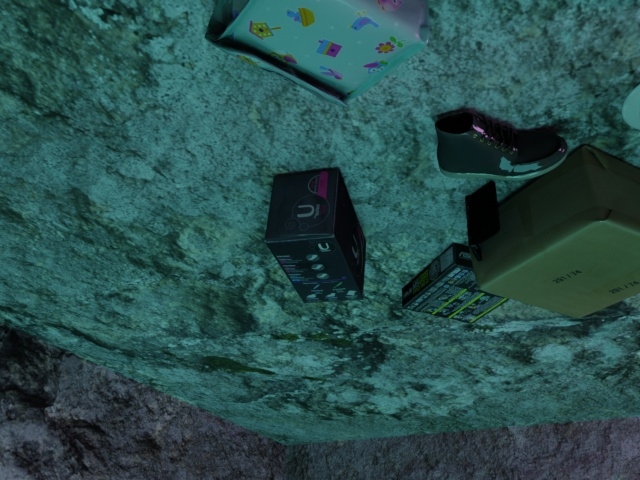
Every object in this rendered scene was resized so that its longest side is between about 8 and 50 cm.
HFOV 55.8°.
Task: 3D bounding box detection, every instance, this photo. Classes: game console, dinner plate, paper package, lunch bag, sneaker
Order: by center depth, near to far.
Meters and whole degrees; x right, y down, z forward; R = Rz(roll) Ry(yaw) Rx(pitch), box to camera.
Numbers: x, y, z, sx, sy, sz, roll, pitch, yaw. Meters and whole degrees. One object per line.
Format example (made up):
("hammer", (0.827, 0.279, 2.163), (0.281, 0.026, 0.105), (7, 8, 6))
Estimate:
("lunch bag", (-0.015, -0.291, 0.810), (0.223, 0.160, 0.262), (18, 157, -27))
("dinner plate", (0.569, -0.222, 0.983), (0.141, 0.017, 0.141), (2, 147, 2))
("sneaker", (0.309, -0.167, 1.036), (0.222, 0.083, 0.118), (-5, 147, 16))
("game console", (0.331, -0.037, 1.206), (0.071, 0.122, 0.107), (-11, 145, 25))
("paper package", (0.523, 0.004, 1.211), (0.310, 0.168, 0.325), (17, 145, -22))

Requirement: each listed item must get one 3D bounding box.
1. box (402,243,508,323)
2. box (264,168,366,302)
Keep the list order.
("box", (0.358, 0.116, 1.512), (0.216, 0.060, 0.270), (13, 148, -15))
("box", (0.000, 0.000, 1.263), (0.143, 0.165, 0.270), (-5, 148, 15))
